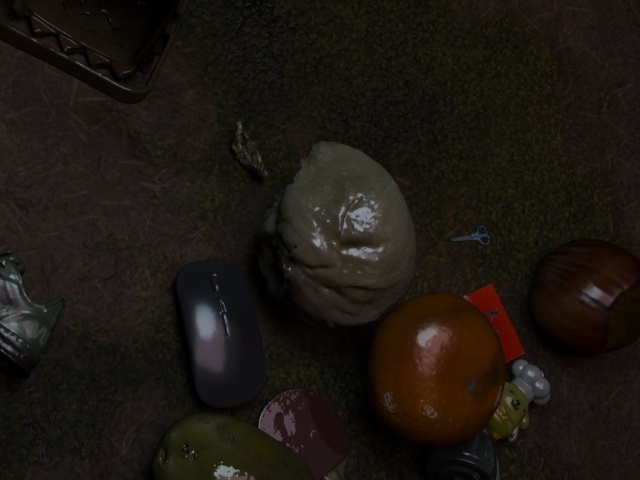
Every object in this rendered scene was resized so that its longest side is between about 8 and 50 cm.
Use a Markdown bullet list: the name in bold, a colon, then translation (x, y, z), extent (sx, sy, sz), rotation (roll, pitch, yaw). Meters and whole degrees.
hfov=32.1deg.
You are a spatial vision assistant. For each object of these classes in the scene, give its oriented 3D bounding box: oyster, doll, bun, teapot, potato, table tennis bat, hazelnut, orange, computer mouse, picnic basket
- **oyster**: translation (-0.118, -0.140, 1.800), extent (0.038, 0.081, 0.083), rotation (-23, 49, -7)
- **doll**: translation (0.324, 0.269, 1.875), extent (0.162, 0.062, 0.106), rotation (-38, 96, -31)
- **bun**: translation (0.008, 0.013, 1.695), extent (0.205, 0.281, 0.281), rotation (-33, 89, -29)
- **teapot**: translation (0.248, 0.351, 1.788), extent (0.149, 0.111, 0.108), rotation (28, 50, -9)
- **potato**: translation (-0.116, 0.341, 1.590), extent (0.251, 0.159, 0.174), rotation (26, 54, -24)
- **table tennis bat**: translation (-0.002, 0.343, 1.725), extent (0.138, 0.022, 0.246), rotation (-33, 87, -29)
- **hazelnut**: translation (0.472, 0.105, 1.943), extent (0.186, 0.210, 0.210), rotation (46, 58, -33)
- **orange**: translation (0.175, 0.198, 1.720), extent (0.240, 0.171, 0.240), rotation (-2, 95, -25)
- **computer mouse**: translation (-0.152, 0.139, 1.696), extent (0.120, 0.057, 0.232), rotation (-5, 76, -27)
- **picnic basket**: translation (-0.327, -0.366, 1.646), extent (0.254, 0.291, 0.321), rotation (28, 52, -16)

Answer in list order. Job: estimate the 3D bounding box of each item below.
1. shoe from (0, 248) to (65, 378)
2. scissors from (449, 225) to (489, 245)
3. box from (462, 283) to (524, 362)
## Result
- **shoe**: translation (-0.488, 0.056, 1.543), extent (0.293, 0.109, 0.149), rotation (40, 57, -12)
- **scissors**: translation (0.264, -0.005, 1.967), extent (0.083, 0.006, 0.036), rotation (-9, 79, -27)
- **box**: translation (0.222, 0.177, 1.873), extent (0.245, 0.035, 0.139), rotation (-21, 83, -28)
